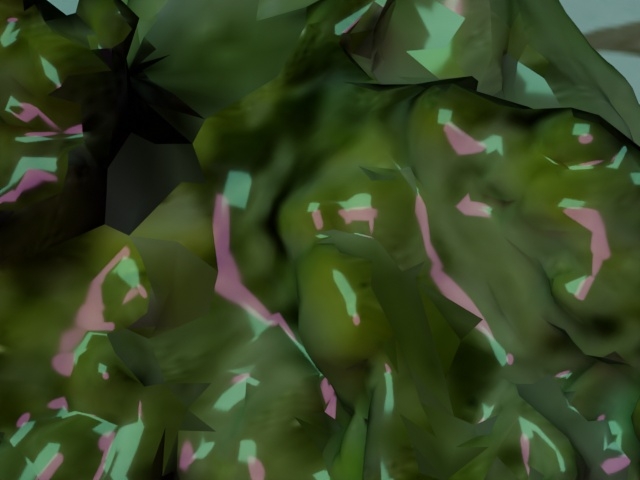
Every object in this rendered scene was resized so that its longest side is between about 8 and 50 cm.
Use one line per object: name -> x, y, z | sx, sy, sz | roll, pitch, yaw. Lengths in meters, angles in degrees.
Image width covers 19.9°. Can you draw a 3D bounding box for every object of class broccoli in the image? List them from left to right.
broccoli -> 0.007, 0.024, 0.476 | 0.324, 0.334, 0.272 | -37, 91, 13
